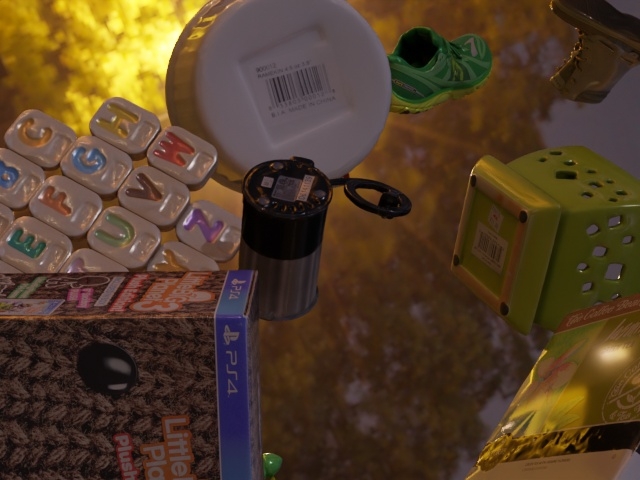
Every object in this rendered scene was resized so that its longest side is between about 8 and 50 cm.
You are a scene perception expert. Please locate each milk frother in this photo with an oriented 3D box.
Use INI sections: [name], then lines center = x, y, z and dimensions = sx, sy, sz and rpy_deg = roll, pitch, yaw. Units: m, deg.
[milk frother]
center = 0.000, 0.000, 1.219
dimensions = 0.143, 0.129, 0.135
rpy_deg = 24, -45, 18

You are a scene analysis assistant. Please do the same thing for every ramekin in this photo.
[ramekin]
center = -0.046, -0.187, 1.598
dimensions = 0.277, 0.277, 0.135
rpy_deg = 68, -12, -10

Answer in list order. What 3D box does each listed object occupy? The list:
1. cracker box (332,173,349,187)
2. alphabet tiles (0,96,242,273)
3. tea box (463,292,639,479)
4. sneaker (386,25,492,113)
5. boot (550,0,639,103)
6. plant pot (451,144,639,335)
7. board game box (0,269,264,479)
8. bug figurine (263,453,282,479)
[cracker box]
center = -0.048, -0.155, 1.861
dimensions = 0.232, 0.156, 0.067
rpy_deg = 79, -2, -54
[alphabet tiles]
center = -0.230, -0.017, 1.321
dimensions = 0.278, 0.284, 0.021
rpy_deg = 29, -26, 7
[tea box]
center = 0.354, 0.238, 1.401
dimensions = 0.220, 0.323, 0.329
rpy_deg = 41, -24, -9
[sneaker]
center = 0.195, -0.297, 2.136
dimensions = 0.109, 0.295, 0.123
rpy_deg = 17, -58, 32
[boot]
center = 0.417, -0.304, 2.061
dimensions = 0.165, 0.213, 0.077
rpy_deg = -45, -144, 41
[plant pot]
center = 0.318, 0.005, 1.808
dimensions = 0.228, 0.207, 0.227
rpy_deg = -134, -131, -55
[board game box]
center = -0.198, 0.156, 1.144
dimensions = 0.141, 0.291, 0.232
rpy_deg = -86, 175, -76
[bug figurine]
center = -0.181, 0.317, 1.884
dimensions = 0.279, 0.216, 0.072
rpy_deg = 54, -25, 34
